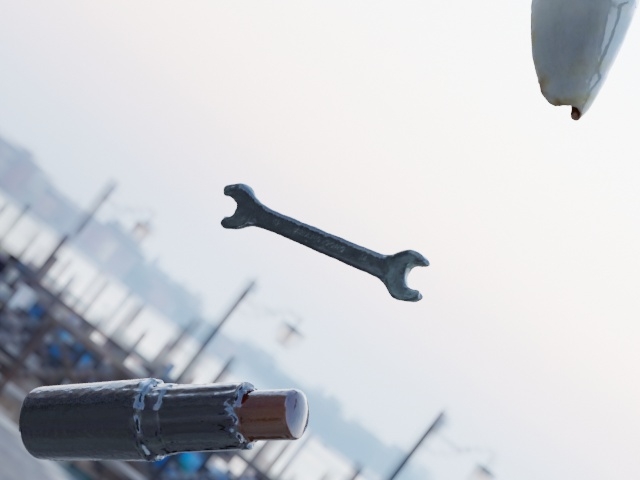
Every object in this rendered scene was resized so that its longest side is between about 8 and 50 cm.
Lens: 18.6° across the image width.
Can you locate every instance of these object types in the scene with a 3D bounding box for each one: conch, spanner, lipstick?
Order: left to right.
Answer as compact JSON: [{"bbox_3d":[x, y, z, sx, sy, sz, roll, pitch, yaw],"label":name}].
[{"bbox_3d":[-0.149,0.171,1.866,0.300,0.081,0.081,-4,-25,25],"label":"lipstick"},{"bbox_3d":[0.000,0.000,1.984,0.255,0.054,0.015,23,-1,28],"label":"spanner"},{"bbox_3d":[0.269,-0.217,2.025,0.104,0.176,0.094,10,13,-7],"label":"conch"}]
